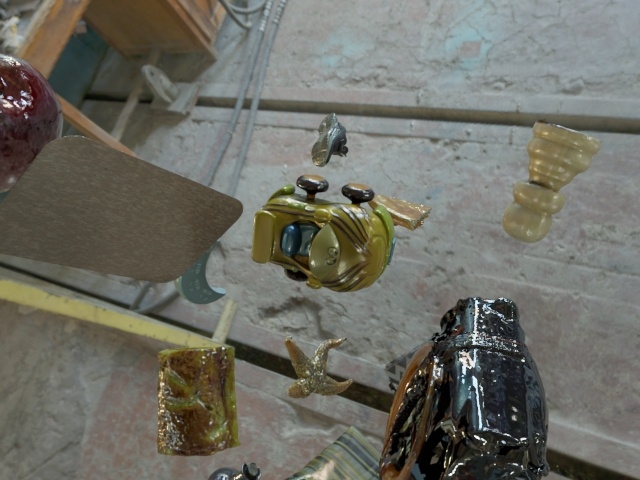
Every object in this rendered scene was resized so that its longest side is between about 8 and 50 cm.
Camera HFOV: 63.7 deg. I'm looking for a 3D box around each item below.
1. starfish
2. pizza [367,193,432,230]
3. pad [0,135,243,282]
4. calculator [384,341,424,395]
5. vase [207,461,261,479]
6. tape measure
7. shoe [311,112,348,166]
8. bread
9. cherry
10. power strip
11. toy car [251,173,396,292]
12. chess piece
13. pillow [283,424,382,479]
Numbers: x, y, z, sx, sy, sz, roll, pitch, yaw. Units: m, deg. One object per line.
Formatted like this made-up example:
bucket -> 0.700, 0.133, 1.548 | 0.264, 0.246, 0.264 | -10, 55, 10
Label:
starfish -> -0.008, 0.286, 1.172 | 0.050, 0.247, 0.138 | -2, 80, 35
pizza -> 0.229, -0.067, 1.383 | 0.201, 0.193, 0.053 | 46, 127, 54
pad -> -0.227, -0.020, 0.605 | 0.176, 0.266, 0.002 | -43, 57, 18
calculator -> 0.202, 0.288, 0.768 | 0.028, 0.165, 0.274 | -27, 75, -29
vase -> -0.224, 0.639, 1.350 | 0.183, 0.120, 0.120 | -48, 54, 30
tape measure -> 0.144, 0.193, 0.531 | 0.135, 0.223, 0.202 | 19, 40, -2
shoe -> 0.038, -0.264, 1.424 | 0.071, 0.099, 0.169 | -16, 53, 47
bread -> -0.210, 0.266, 0.864 | 0.132, 0.103, 0.172 | -6, 81, 18
cherry -> -0.563, -0.189, 0.871 | 0.300, 0.203, 0.230 | -37, 25, 42
power strip -> -0.310, 0.075, 1.314 | 0.137, 0.216, 0.044 | -28, 41, -34
toy car -> 0.000, 0.000, 0.889 | 0.248, 0.142, 0.200 | 11, 111, 14
chess piece -> 0.490, -0.120, 1.139 | 0.143, 0.143, 0.261 | 31, 108, 32
pillow -> 0.069, 0.450, 0.911 | 0.208, 0.212, 0.052 | 39, 127, 27
